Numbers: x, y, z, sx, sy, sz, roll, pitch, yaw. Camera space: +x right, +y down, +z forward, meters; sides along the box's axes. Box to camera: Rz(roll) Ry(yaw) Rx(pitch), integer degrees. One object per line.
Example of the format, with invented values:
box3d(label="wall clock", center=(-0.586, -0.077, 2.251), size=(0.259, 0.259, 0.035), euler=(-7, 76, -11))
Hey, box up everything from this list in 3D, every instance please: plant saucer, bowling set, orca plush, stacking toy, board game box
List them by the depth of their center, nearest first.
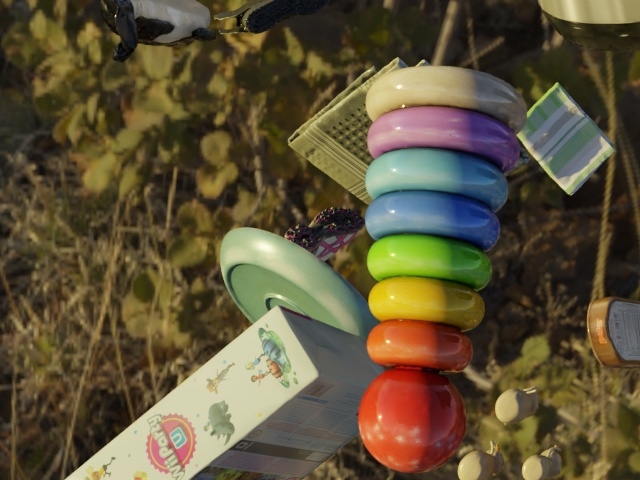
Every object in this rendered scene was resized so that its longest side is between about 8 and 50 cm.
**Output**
box3d(label="stacking toy", center=(0.089, 0.028, 1.013), size=(0.141, 0.141, 0.330), euler=(9, 77, -4))
box3d(label="board game box", center=(-0.087, 0.213, 1.283), size=(0.303, 0.224, 0.097), euler=(-41, 63, 11))
box3d(label="orca plush", center=(-0.220, -0.257, 1.519), size=(0.151, 0.102, 0.287), euler=(31, 16, -8))
box3d(label="bowling set", center=(0.300, 0.382, 1.833), size=(0.200, 0.154, 0.287), euler=(38, 99, 20))
box3d(label="plant saucer", center=(-0.036, 0.107, 1.862), size=(0.317, 0.317, 0.044), euler=(31, 64, 14))

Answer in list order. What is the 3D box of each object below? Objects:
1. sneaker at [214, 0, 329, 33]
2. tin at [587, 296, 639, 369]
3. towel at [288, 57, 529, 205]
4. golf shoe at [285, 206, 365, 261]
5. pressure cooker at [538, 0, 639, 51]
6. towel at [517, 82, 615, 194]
box3d(label="sneaker", center=(-0.073, -0.354, 1.830), size=(0.170, 0.051, 0.089), euler=(-25, 23, -9))
box3d(label="tin", center=(0.459, 0.141, 1.825), size=(0.189, 0.040, 0.106), euler=(9, 75, -53))
box3d(label="towel", center=(0.151, -0.170, 2.147), size=(0.324, 0.312, 0.056), euler=(35, 47, -24))
box3d(label="golf shoe", center=(0.000, 0.000, 2.088), size=(0.186, 0.086, 0.067), euler=(-24, 55, -38))
box3d(label="pressure cooker", center=(0.367, -0.451, 1.255), size=(0.375, 0.420, 0.370), euler=(-32, 28, -26))
box3d(label="towel", center=(0.392, -0.162, 1.937), size=(0.113, 0.023, 0.152), euler=(-46, 106, -6))
